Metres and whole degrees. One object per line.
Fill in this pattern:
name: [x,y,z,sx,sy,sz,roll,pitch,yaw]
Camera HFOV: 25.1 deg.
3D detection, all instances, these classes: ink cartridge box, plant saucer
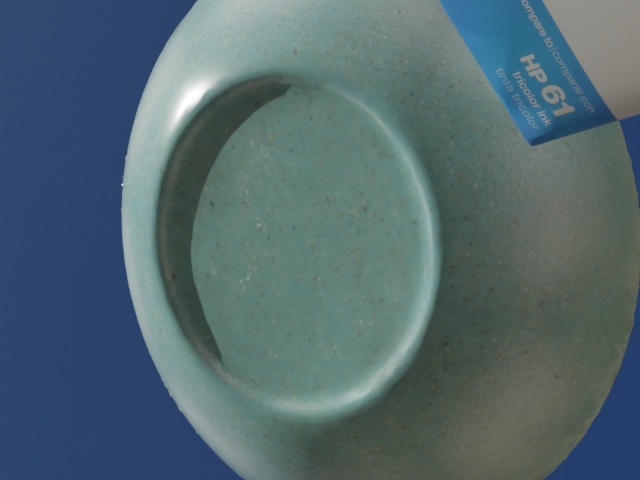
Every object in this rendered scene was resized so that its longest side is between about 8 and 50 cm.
ink cartridge box: [0.100,-0.076,0.324,0.088,0.122,0.052,-45,-72,-37]
plant saucer: [0.000,0.000,0.441,0.195,0.037,0.195,5,-81,35]
